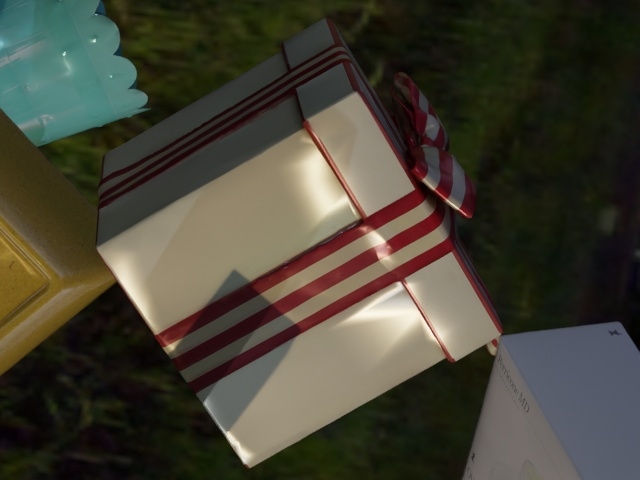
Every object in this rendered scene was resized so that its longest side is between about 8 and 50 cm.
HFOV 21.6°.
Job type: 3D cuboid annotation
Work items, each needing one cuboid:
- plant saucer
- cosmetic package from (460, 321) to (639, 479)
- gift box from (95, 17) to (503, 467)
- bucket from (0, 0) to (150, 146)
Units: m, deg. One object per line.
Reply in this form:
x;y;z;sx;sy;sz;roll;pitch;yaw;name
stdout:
-0.394;0.017;1.517;0.332;0.333;0.081;48;7;-20;plant saucer
0.245;0.235;1.573;0.224;0.138;0.224;-116;-151;-47;cosmetic package
0.000;0.000;1.324;0.276;0.258;0.255;56;8;-26;gift box
-0.358;-0.261;2.192;0.281;0.183;0.281;157;-90;-85;bucket
